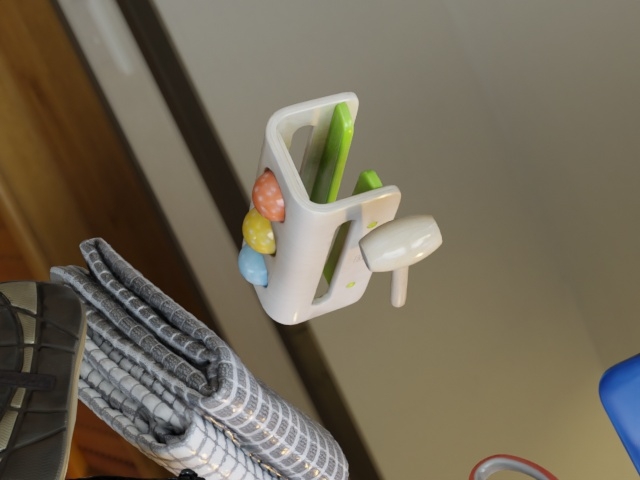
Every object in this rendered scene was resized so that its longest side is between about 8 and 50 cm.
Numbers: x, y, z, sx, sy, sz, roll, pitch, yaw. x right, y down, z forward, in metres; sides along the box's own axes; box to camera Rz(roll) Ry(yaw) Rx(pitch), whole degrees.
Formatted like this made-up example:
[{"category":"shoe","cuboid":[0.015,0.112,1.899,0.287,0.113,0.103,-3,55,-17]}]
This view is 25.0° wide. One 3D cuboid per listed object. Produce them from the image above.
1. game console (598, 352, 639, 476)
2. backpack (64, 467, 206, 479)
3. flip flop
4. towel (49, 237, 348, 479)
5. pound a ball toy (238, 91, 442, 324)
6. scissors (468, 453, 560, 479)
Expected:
[{"category":"game console","cuboid":[0.419,0.175,1.173,0.250,0.293,0.173,-24,173,-20]},{"category":"backpack","cuboid":[-0.178,0.244,1.106,0.158,0.117,0.173,-24,157,26]},{"category":"flip flop","cuboid":[-0.210,0.125,0.908,0.112,0.080,0.277,9,-148,-4]},{"category":"towel","cuboid":[-0.126,0.135,1.332,0.283,0.235,0.121,33,-98,40]},{"category":"pound a ball toy","cuboid":[0.000,0.000,1.496,0.135,0.208,0.319,-17,158,-16]},{"category":"scissors","cuboid":[0.212,0.251,1.141,0.109,0.021,0.297,-47,-143,-20]}]
